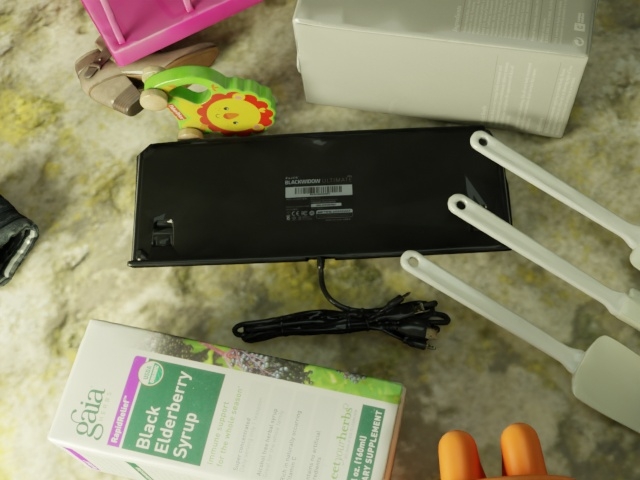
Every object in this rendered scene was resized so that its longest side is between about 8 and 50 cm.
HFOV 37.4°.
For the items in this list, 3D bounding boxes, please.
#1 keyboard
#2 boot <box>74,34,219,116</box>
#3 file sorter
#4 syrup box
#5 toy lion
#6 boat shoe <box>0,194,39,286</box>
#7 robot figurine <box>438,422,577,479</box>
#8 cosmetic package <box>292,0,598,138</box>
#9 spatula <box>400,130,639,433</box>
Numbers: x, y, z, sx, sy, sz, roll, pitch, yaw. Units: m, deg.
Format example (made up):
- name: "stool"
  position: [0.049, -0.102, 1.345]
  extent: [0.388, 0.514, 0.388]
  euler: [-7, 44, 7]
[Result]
- name: "keyboard"
  position: [0.000, 0.000, 0.780]
  extent: [0.317, 0.033, 0.201]
  euler: [-3, 64, 4]
- name: "boot"
  position: [-0.164, -0.166, 0.863]
  extent: [0.118, 0.042, 0.087]
  euler: [-36, 63, -16]
- name: "file sorter"
  position: [-0.108, -0.335, 0.839]
  extent: [0.290, 0.182, 0.202]
  euler: [-27, 55, -9]
- name: "syrup box"
  position: [-0.063, 0.135, 0.686]
  extent: [0.237, 0.096, 0.093]
  euler: [11, 67, 8]
- name: "toy lion"
  position: [-0.090, -0.117, 0.806]
  extent: [0.096, 0.100, 0.034]
  euler: [-11, 62, 20]
- name: "boat shoe"
  position: [-0.317, 0.030, 0.768]
  extent: [0.083, 0.065, 0.183]
  euler: [33, 71, 19]
- name: "robot figurine"
  position: [0.125, 0.233, 0.609]
  extent: [0.158, 0.128, 0.219]
  euler: [10, 62, -27]
- name: "cosmetic package"
  position: [0.103, -0.171, 0.800]
  extent: [0.238, 0.127, 0.107]
  euler: [12, 67, 8]
- name: "spatula"
  position: [0.194, 0.027, 0.739]
  extent: [0.242, 0.019, 0.168]
  euler: [32, 74, 4]
